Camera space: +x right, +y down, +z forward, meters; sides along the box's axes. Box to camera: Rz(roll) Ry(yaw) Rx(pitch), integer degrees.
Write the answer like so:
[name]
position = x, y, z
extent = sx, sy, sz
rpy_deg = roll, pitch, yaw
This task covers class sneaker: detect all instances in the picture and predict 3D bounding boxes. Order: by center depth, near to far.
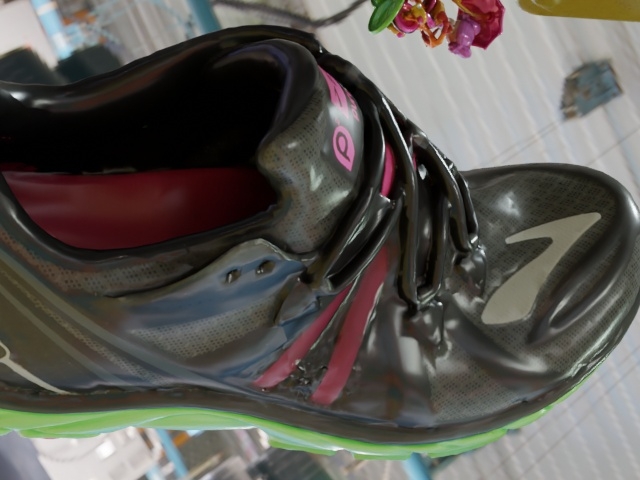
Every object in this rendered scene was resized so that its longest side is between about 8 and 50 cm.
[sneaker]
position = 0.000, 0.000, 0.647
extent = 0.202, 0.482, 0.185
rpy_deg = -60, -138, 42

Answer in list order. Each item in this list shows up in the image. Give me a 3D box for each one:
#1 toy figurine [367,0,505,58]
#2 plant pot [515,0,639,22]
[toy figurine]
position = 0.157, -0.287, 1.528
extent = 0.159, 0.173, 0.130
rpy_deg = 31, -29, -21
[plant pot]
position = 0.179, -0.225, 0.609
extent = 0.212, 0.187, 0.212
rpy_deg = 7, -25, 15
